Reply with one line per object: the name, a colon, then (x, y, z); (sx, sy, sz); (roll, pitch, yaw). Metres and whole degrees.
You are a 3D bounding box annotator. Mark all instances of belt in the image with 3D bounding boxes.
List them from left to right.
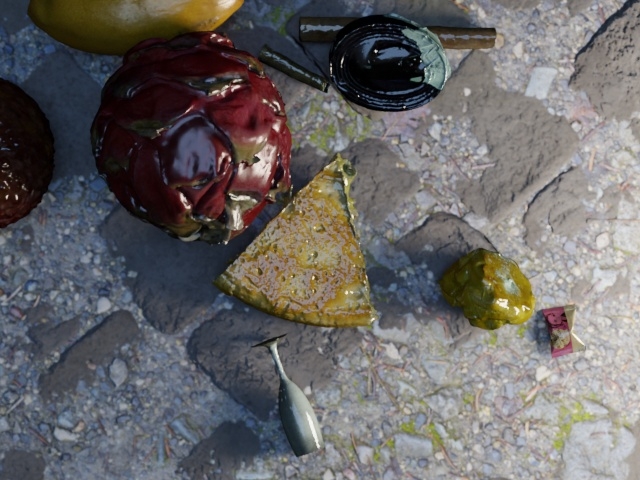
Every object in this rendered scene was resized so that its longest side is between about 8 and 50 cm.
belt: (0.114, -0.290, 1.823); (0.198, 0.078, 0.151); (8, 113, -5)

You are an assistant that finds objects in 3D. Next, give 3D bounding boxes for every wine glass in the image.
wine glass: (-0.051, 0.255, 1.830); (0.066, 0.066, 0.198); (-20, 90, -3)

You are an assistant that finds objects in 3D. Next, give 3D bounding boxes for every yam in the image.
yam: (-0.041, -0.285, 1.861); (0.129, 0.027, 0.033); (25, 89, -3)
yam: (0.127, -0.344, 1.863); (0.327, 0.045, 0.045); (2, 59, -4)

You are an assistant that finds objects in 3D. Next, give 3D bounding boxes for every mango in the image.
mango: (-0.290, -0.385, 1.796); (0.359, 0.144, 0.187); (-14, 78, 3)

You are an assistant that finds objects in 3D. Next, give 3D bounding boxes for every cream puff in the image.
cream puff: (0.267, 0.089, 1.829); (0.146, 0.146, 0.116); (50, 126, -1)

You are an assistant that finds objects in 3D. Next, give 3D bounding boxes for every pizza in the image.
pizza: (0.000, 0.000, 1.838); (0.280, 0.075, 0.288); (22, 86, -6)

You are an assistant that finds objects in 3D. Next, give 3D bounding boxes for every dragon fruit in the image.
dragon fruit: (-0.197, -0.159, 1.716); (0.329, 0.329, 0.329); (0, 89, -3)

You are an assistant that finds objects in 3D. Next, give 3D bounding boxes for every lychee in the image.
lychee: (-0.541, -0.140, 1.729); (0.260, 0.260, 0.261); (0, 89, -3)

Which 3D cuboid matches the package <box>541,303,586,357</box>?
package: (0.406, 0.150, 1.874); (0.059, 0.029, 0.083); (-12, 79, 4)
